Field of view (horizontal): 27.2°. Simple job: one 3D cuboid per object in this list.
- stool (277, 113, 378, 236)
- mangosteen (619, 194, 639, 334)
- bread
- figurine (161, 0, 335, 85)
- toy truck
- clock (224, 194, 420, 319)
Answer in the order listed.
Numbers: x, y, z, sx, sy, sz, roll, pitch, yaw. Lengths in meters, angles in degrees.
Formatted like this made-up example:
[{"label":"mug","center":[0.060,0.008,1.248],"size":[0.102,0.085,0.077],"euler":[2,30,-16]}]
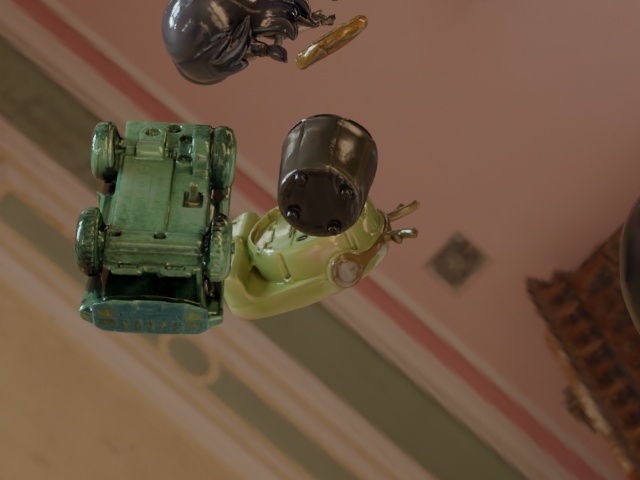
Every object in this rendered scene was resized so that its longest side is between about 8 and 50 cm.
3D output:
[{"label":"stool","center":[0.004,-0.060,1.254],"size":[0.096,0.096,0.110],"euler":[35,-149,-14]},{"label":"mangosteen","center":[0.485,0.021,1.478],"size":[0.297,0.313,0.297],"euler":[8,-116,-16]},{"label":"bread","center":[0.014,-0.247,1.644],"size":[0.024,0.110,0.110],"euler":[58,-155,-9]},{"label":"figurine","center":[-0.127,-0.360,2.141],"size":[0.197,0.265,0.175],"euler":[53,166,-9]},{"label":"toy truck","center":[-0.164,-0.015,1.375],"size":[0.155,0.156,0.279],"euler":[2,-140,-3]},{"label":"clock","center":[0.000,0.000,1.998],"size":[0.235,0.308,0.096],"euler":[-81,-29,-64]}]
